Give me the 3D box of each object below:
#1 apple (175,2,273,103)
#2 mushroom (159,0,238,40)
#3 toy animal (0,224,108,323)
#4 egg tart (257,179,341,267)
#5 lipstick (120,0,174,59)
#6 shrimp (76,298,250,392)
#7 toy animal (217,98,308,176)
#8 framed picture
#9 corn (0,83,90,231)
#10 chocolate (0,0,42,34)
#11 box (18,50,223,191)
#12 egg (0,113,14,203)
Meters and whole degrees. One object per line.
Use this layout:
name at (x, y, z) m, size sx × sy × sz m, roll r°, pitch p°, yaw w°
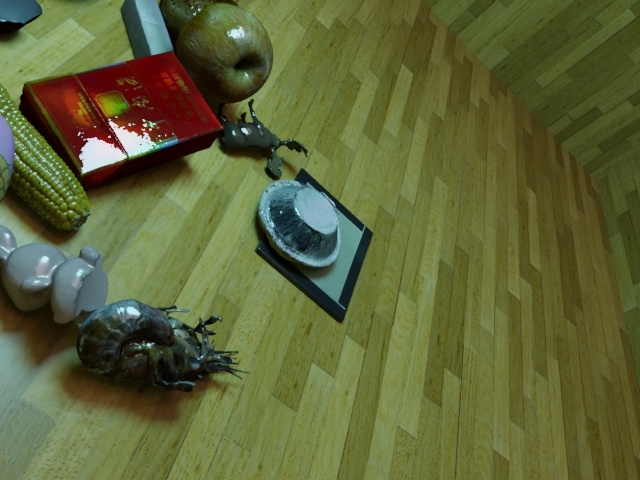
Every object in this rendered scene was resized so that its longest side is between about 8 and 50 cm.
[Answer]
apple at (-0.211, -0.410, 1.359) m, size 0.211 × 0.211 × 0.188 m, roll 0°, pitch 38°, yaw -46°
mushroom at (-0.279, -0.542, 1.522) m, size 0.253 × 0.153 × 0.253 m, roll 38°, pitch 27°, yaw -23°
toy animal at (-0.431, 0.051, 0.933) m, size 0.212 × 0.124 × 0.124 m, roll 19°, pitch 38°, yaw 9°
egg tart at (-0.034, -0.046, 1.400) m, size 0.234 × 0.094 × 0.234 m, roll 25°, pitch 47°, yaw -29°
lipstick at (-0.374, -0.419, 1.389) m, size 0.068 × 0.066 × 0.318 m, roll 0°, pitch 60°, yaw -44°
shrimp at (-0.236, 0.172, 1.012) m, size 0.343 × 0.116 × 0.145 m, roll 25°, pitch 85°, yaw -48°
toy animal at (-0.147, -0.242, 1.479) m, size 0.214 × 0.094 × 0.186 m, roll -16°, pitch 68°, yaw -44°
framed picture at (0.000, 0.000, 1.485) m, size 0.265 × 0.016 × 0.347 m, roll 40°, pitch 39°, yaw -15°
corn at (-0.494, -0.144, 1.011) m, size 0.313 × 0.102 × 0.102 m, roll 51°, pitch 37°, yaw -3°
chocolate at (-0.609, -0.427, 1.142) m, size 0.148 × 0.080 × 0.125 m, roll 27°, pitch 56°, yaw -40°
box at (-0.369, -0.232, 1.171) m, size 0.313 × 0.089 × 0.197 m, roll -30°, pitch 84°, yaw -39°
egg at (-0.532, -0.084, 0.827) m, size 0.196 × 0.196 × 0.271 m, roll 29°, pitch 63°, yaw -28°
